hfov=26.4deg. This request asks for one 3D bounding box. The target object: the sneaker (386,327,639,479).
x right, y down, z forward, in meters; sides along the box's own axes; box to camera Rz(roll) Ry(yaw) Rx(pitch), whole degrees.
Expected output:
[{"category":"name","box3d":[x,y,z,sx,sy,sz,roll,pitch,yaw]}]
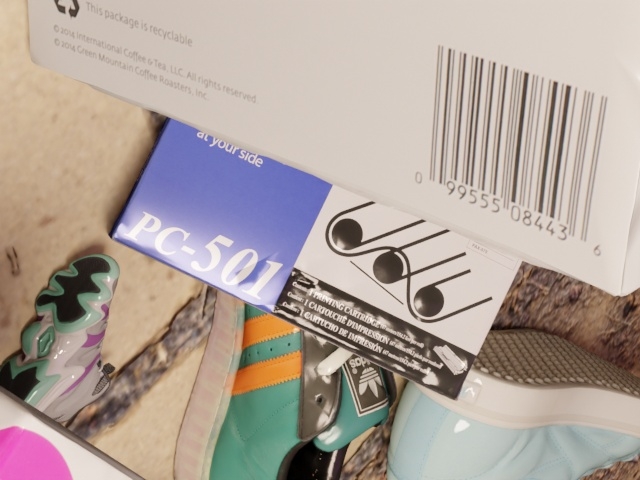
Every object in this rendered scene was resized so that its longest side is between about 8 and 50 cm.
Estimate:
[{"category":"sneaker","box3d":[0.171,0.162,1.132,0.366,0.135,0.150,13,107,-47]}]

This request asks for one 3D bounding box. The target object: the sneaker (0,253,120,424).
[{"category":"sneaker","box3d":[-0.127,0.056,0.731,0.098,0.038,0.069,-55,147,1]}]

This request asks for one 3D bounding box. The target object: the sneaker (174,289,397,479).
[{"category":"sneaker","box3d":[0.001,0.052,0.822,0.108,0.121,0.302,-13,120,-50]}]

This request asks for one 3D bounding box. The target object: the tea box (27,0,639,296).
[{"category":"tea box","box3d":[0.090,-0.171,0.621,0.323,0.329,0.220,-25,129,-43]}]

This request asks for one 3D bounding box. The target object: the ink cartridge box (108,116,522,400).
[{"category":"ink cartridge box","box3d":[0.000,0.000,0.741,0.097,0.207,0.046,-64,-170,-2]}]

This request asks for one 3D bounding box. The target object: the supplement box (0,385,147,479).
[{"category":"supplement box","box3d":[-0.176,0.086,0.514,0.111,0.220,0.114,-58,145,-13]}]
